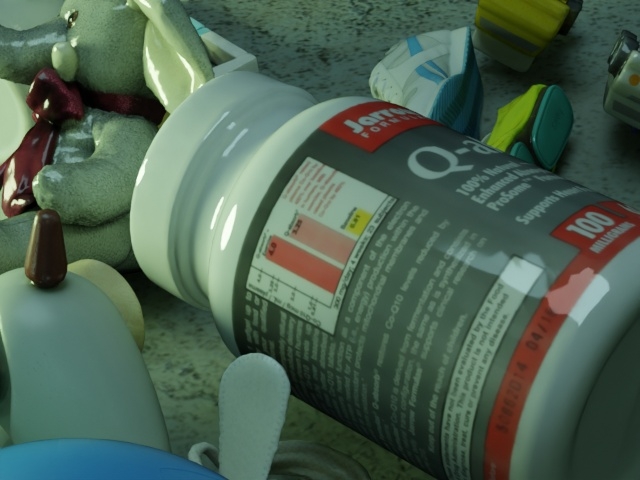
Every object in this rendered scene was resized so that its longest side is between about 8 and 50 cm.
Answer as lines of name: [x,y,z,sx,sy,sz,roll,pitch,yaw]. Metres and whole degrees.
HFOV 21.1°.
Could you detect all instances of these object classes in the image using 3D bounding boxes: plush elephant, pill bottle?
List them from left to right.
plush elephant: [-0.193,-0.099,1.381,0.330,0.255,0.272,-7,-2,-16]
pill bottle: [0.058,0.027,1.135,0.363,0.210,0.210,27,46,32]

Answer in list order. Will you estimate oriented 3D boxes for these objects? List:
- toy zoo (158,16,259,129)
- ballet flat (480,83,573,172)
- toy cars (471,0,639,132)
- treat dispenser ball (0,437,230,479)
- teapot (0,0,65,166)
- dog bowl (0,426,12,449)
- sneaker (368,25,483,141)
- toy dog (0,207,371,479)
toy zoo: [-0.194,-0.173,1.747,0.192,0.030,0.293,-25,35,-23]
ballet flat: [0.159,-0.059,1.455,0.077,0.077,0.231,-18,23,27]
toy cars: [0.238,-0.167,1.571,0.176,0.087,0.393,16,17,-36]
treat dispenser ball: [-0.119,0.241,0.833,0.288,0.288,0.288,-6,32,4]
teapot: [-0.309,-0.204,1.619,0.256,0.252,0.187,10,50,31]
dog bowl: [-0.325,0.149,1.202,0.265,0.104,0.265,-7,32,4]
sneaker: [0.092,-0.121,1.555,0.092,0.087,0.229,-8,24,14]
toy dog: [-0.112,0.104,1.059,0.333,0.161,0.220,28,40,8]
